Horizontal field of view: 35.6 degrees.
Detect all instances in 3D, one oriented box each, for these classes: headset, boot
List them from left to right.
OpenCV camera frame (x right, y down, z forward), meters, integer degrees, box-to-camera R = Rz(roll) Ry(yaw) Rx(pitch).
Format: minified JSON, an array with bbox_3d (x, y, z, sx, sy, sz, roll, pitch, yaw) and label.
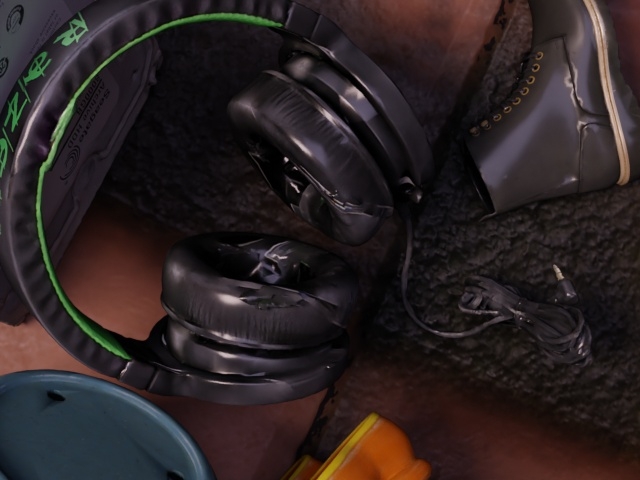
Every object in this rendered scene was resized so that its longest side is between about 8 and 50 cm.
[{"bbox_3d":[0.000,0.000,0.618,0.394,0.185,0.243,21,96,-39],"label":"headset"},{"bbox_3d":[0.155,-0.121,0.762,0.137,0.077,0.197,-19,82,-3],"label":"boot"}]

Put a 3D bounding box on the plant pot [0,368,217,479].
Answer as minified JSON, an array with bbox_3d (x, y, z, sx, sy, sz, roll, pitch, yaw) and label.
[{"bbox_3d":[-0.158,0.187,0.543,0.290,0.290,0.195,27,108,-1],"label":"plant pot"}]

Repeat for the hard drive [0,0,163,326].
[{"bbox_3d":[-0.196,-0.081,0.583,0.064,0.339,0.236,25,79,6],"label":"hard drive"}]

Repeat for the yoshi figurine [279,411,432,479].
[{"bbox_3d":[0.094,0.302,0.640,0.362,0.203,0.203,44,96,0],"label":"yoshi figurine"}]
